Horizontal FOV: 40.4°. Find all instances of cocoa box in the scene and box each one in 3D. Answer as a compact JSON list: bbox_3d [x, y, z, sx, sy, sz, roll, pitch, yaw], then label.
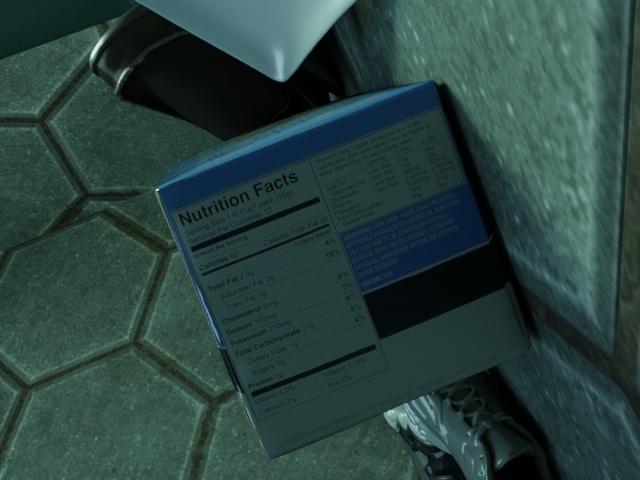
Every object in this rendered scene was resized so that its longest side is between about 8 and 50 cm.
[{"bbox_3d":[0.000,0.000,0.802,0.347,0.231,0.228,-134,22,-79],"label":"cocoa box"}]

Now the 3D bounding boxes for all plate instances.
[{"bbox_3d":[-0.103,-0.257,0.720,0.278,0.045,0.277,28,164,-13],"label":"plate"}]

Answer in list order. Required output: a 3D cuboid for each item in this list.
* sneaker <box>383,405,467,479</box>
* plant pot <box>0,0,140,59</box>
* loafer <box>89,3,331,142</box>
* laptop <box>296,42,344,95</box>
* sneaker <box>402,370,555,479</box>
[{"bbox_3d":[0.168,0.298,1.230,0.268,0.101,0.153,138,111,-84],"label":"sneaker"},{"bbox_3d":[-0.381,-0.417,1.174,0.341,0.334,0.341,-24,-90,-85],"label":"plant pot"},{"bbox_3d":[-0.095,-0.177,1.006,0.366,0.134,0.130,1,-128,-51],"label":"loafer"},{"bbox_3d":[-0.072,-0.425,0.947,0.408,0.236,0.382,18,-137,-56],"label":"laptop"},{"bbox_3d":[0.161,0.184,0.837,0.262,0.099,0.121,57,165,24],"label":"sneaker"}]
